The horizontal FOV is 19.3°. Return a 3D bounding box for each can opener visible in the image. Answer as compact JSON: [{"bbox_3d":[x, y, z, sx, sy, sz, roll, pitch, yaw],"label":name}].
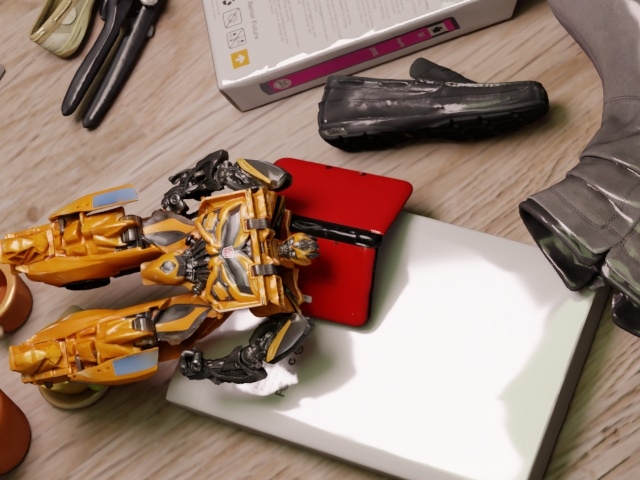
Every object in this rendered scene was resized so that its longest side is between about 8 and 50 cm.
[{"bbox_3d":[-0.206,-0.200,1.904,0.059,0.073,0.186,22,79,-13],"label":"can opener"}]

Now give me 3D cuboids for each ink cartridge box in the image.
[{"bbox_3d":[0.063,-0.266,1.816,0.371,0.069,0.176,-19,63,15],"label":"ink cartridge box"}]

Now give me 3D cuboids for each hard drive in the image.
[{"bbox_3d":[0.058,0.088,1.687,0.353,0.047,0.233,15,75,26],"label":"hard drive"}]

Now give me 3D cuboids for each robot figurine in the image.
[{"bbox_3d":[-0.141,0.035,1.669,0.291,0.085,0.211,-14,77,21],"label":"robot figurine"}]

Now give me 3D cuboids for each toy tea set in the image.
[{"bbox_3d":[-0.363,0.081,1.803,0.336,0.124,0.200,37,86,28],"label":"toy tea set"}]

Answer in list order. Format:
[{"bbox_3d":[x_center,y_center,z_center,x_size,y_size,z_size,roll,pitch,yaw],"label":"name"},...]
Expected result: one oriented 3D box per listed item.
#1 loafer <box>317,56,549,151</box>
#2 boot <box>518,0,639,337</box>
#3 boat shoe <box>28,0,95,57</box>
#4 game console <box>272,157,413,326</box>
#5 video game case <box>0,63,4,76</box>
[{"bbox_3d":[0.101,-0.133,1.741,0.223,0.076,0.078,-4,76,23],"label":"loafer"},{"bbox_3d":[0.253,-0.087,1.622,0.223,0.118,0.338,-37,60,-8],"label":"boot"},{"bbox_3d":[-0.257,-0.266,1.937,0.056,0.048,0.153,7,74,48],"label":"boat shoe"},{"bbox_3d":[0.000,0.000,1.710,0.144,0.085,0.124,12,105,25],"label":"game console"},{"bbox_3d":[-0.455,-0.143,1.985,0.201,0.023,0.183,26,80,27],"label":"video game case"}]
